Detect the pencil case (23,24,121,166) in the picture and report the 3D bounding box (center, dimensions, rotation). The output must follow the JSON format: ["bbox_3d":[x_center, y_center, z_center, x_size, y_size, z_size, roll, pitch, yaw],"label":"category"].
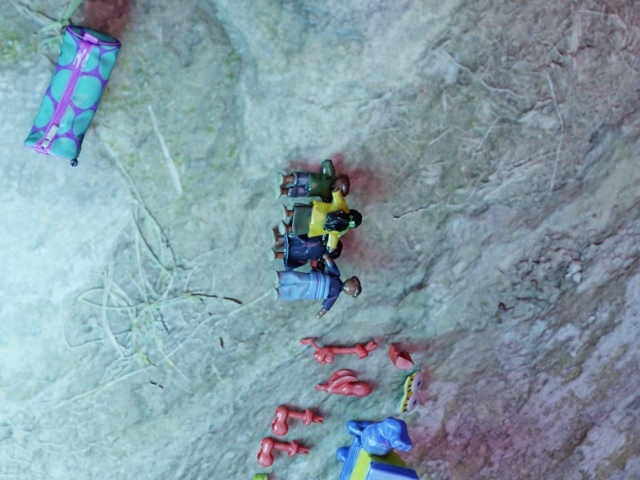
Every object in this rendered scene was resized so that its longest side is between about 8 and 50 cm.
[{"bbox_3d":[-0.276,-0.163,1.326,0.065,0.070,0.151,23,104,-3],"label":"pencil case"}]

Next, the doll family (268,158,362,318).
[{"bbox_3d":[0.000,0.000,1.460,0.111,0.076,0.192,0,116,-18],"label":"doll family"}]

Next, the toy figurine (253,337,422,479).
[{"bbox_3d":[0.030,0.328,1.515,0.191,0.217,0.362,15,107,-18],"label":"toy figurine"}]
